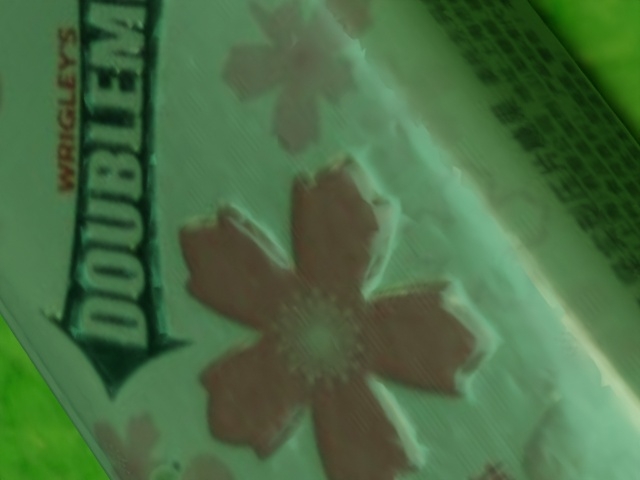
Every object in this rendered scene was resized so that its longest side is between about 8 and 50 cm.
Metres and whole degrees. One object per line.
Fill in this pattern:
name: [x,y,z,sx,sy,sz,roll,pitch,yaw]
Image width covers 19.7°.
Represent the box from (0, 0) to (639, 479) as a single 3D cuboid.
box: [0.000,0.000,0.568,0.190,0.112,0.370,-42,78,32]
